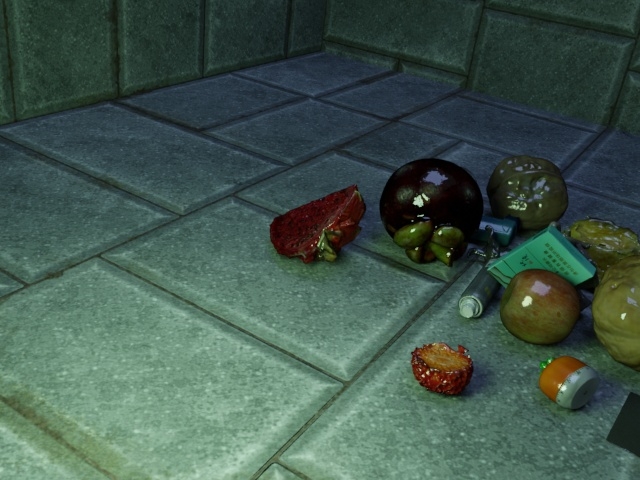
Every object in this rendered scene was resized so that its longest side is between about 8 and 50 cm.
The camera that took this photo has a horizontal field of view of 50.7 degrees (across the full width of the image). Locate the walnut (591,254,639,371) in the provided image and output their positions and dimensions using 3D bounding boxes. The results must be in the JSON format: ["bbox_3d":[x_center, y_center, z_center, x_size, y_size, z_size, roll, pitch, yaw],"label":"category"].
[{"bbox_3d":[0.827,0.165,1.647,0.306,0.306,0.344,19,23,21],"label":"walnut"}]

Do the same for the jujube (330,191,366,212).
[{"bbox_3d":[0.087,-0.116,2.211,0.129,0.077,0.077,17,27,-6],"label":"jujube"}]

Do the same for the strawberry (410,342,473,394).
[{"bbox_3d":[0.265,0.284,1.490,0.145,0.086,0.145,8,28,-4],"label":"strawberry"}]

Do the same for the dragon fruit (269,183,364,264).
[{"bbox_3d":[0.000,0.000,1.908,0.317,0.152,0.205,-18,37,34],"label":"dragon fruit"}]

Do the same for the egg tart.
[{"bbox_3d":[0.849,0.033,2.057,0.345,0.132,0.345,5,30,-3],"label":"egg tart"}]

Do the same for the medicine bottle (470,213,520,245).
[{"bbox_3d":[0.509,-0.045,2.169,0.258,0.079,0.124,11,32,9],"label":"medicine bottle"}]

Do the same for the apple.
[{"bbox_3d":[0.543,0.166,1.672,0.173,0.188,0.188,25,30,6],"label":"apple"}]

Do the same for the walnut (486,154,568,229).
[{"bbox_3d":[0.696,-0.158,2.268,0.273,0.227,0.273,3,30,-2],"label":"walnut"}]

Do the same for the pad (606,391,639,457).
[{"bbox_3d":[0.712,0.409,1.454,0.143,0.003,0.211,25,33,29],"label":"pad"}]

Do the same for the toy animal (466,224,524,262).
[{"bbox_3d":[0.562,0.040,2.022,0.232,0.085,0.148,17,31,10],"label":"toy animal"}]

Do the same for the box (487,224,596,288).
[{"bbox_3d":[0.567,0.076,1.750,0.162,0.229,0.041,45,49,-2],"label":"box"}]

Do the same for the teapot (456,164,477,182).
[{"bbox_3d":[0.451,-0.186,2.374,0.193,0.130,0.294,15,31,14],"label":"teapot"}]

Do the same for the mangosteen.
[{"bbox_3d":[0.327,-0.073,1.990,0.306,0.307,0.347,4,59,-6],"label":"mangosteen"}]

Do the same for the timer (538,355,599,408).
[{"bbox_3d":[0.541,0.309,1.506,0.136,0.099,0.136,9,15,-2],"label":"timer"}]

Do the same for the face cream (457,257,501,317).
[{"bbox_3d":[0.439,0.131,1.830,0.073,0.073,0.283,21,31,23],"label":"face cream"}]

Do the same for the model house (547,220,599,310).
[{"bbox_3d":[0.666,0.085,1.818,0.122,0.229,0.188,-26,36,-21],"label":"model house"}]
